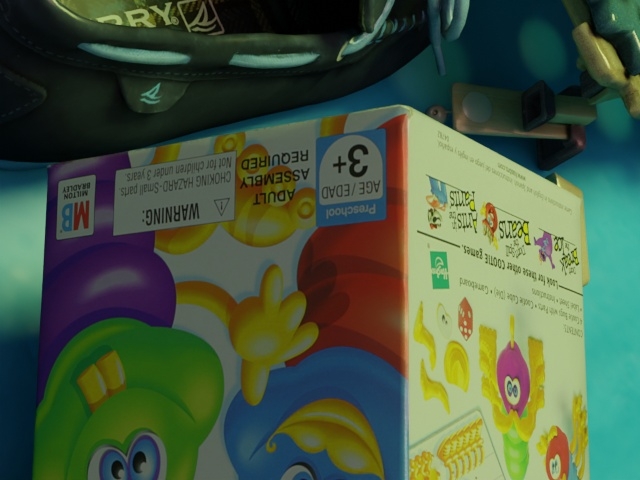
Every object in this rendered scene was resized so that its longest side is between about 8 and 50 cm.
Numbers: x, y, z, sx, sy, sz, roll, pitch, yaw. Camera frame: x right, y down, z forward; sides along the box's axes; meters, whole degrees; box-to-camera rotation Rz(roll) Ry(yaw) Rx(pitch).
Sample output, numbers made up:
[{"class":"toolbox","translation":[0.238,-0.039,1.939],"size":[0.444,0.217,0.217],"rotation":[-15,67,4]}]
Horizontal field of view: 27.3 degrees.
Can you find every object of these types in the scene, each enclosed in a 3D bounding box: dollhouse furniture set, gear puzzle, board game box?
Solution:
[{"class":"dollhouse furniture set","translation":[0.100,-0.030,0.647],"size":[0.081,0.091,0.114],"rotation":[3,75,-20]},{"class":"gear puzzle","translation":[0.188,-0.139,0.697],"size":[0.339,0.044,0.175],"rotation":[0,64,-59]},{"class":"board game box","translation":[0.000,0.114,0.433],"size":[0.144,0.142,0.275],"rotation":[18,69,-56]}]

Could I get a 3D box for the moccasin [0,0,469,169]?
[{"class":"moccasin","translation":[-0.006,-0.113,0.564],"size":[0.342,0.117,0.138],"rotation":[-35,97,-39]}]
